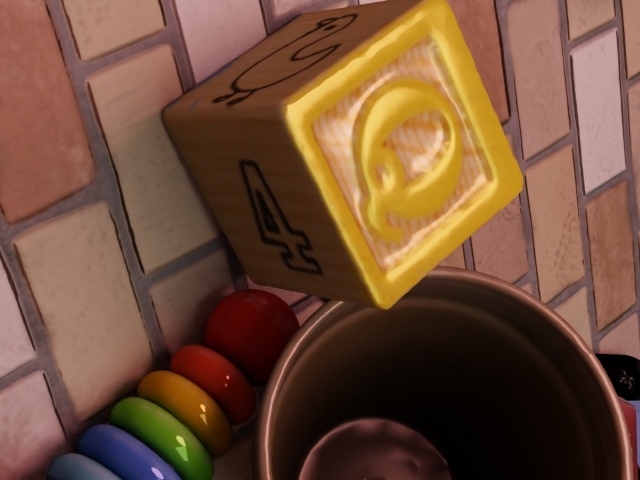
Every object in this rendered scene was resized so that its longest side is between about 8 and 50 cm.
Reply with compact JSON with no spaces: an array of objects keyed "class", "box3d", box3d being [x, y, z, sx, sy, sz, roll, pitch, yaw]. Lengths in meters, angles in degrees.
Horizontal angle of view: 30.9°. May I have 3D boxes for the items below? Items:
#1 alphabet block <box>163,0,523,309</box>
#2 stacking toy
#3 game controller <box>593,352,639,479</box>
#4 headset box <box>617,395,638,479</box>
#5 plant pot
[{"class":"alphabet block","box3d":[0.018,-0.076,0.984,0.192,0.197,0.193,-41,115,-26]},{"class":"stacking toy","box3d":[-0.133,0.170,1.005,0.330,0.141,0.141,-50,131,-24]},{"class":"game controller","box3d":[0.416,0.282,1.443,0.166,0.319,0.067,13,136,-45]},{"class":"headset box","box3d":[0.217,0.287,1.230,0.110,0.218,0.293,28,57,-37]},{"class":"plant pot","box3d":[0.082,0.222,1.071,0.323,0.323,0.280,-44,171,-23]}]
